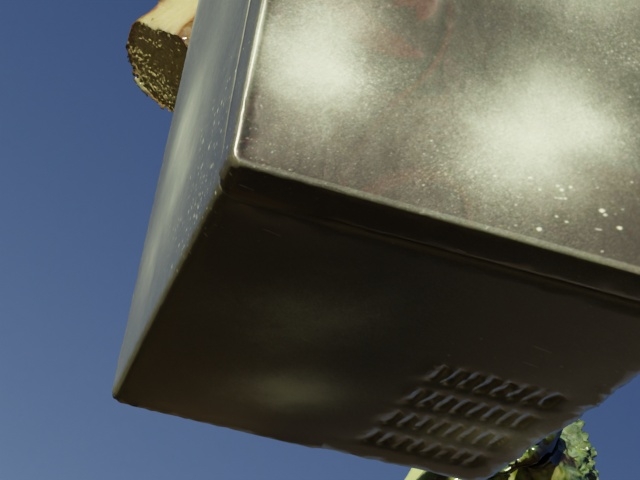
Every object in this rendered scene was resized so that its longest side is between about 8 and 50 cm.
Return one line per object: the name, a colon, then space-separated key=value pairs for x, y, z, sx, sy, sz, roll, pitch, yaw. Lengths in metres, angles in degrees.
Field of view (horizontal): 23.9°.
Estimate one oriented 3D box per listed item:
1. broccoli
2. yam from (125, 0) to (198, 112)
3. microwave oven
broccoli: x=0.153 y=0.233 z=1.611 sx=0.263 sy=0.243 sz=0.247 roll=48 pitch=-14 yaw=1
yam: x=-0.099 y=-0.250 z=1.682 sx=0.129 sy=0.238 sz=0.128 roll=41 pitch=-29 yaw=10
microwave oven: x=0.057 y=-0.124 z=0.858 sx=0.236 sy=0.432 sz=0.374 roll=16 pitch=-27 yaw=-11
